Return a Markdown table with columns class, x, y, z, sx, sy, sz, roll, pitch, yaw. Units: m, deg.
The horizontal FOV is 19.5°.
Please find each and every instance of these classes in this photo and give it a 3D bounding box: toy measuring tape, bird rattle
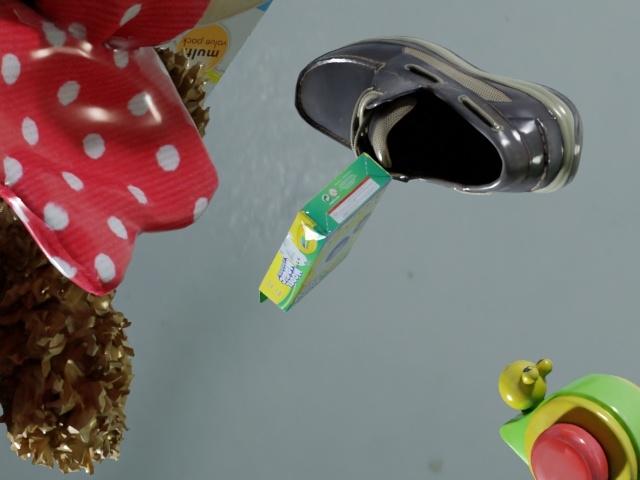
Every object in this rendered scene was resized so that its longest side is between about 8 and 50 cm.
| class | x | y | z | sx | sy | sz | roll | pitch | yaw |
| --- | --- | --- | --- | --- | --- | --- | --- | --- | --- |
| toy measuring tape | 0.272 | 0.212 | 1.525 | 0.330 | 0.121 | 0.121 | 46 | 107 | 18 |
| bird rattle | -0.054 | -0.125 | 0.539 | 0.207 | 0.143 | 0.253 | -30 | 114 | -24 |

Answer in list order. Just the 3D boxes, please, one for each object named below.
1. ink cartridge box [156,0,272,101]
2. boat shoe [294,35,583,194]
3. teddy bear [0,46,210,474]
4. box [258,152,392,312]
| class | x | y | z | sx | sy | sz | roll | pitch | yaw |
| --- | --- | --- | --- | --- | --- | --- | --- | --- | --- |
| ink cartridge box | -0.111 | -0.124 | 1.129 | 0.104 | 0.061 | 0.181 | 19 | 114 | -41 |
| boat shoe | 0.095 | -0.128 | 1.874 | 0.130 | 0.355 | 0.132 | -14 | 111 | -45 |
| teddy bear | -0.172 | 0.036 | 0.733 | 0.245 | 0.338 | 0.113 | -11 | 129 | 20 |
| box | 0.000 | 0.000 | 1.822 | 0.043 | 0.105 | 0.179 | 43 | 147 | 7 |
